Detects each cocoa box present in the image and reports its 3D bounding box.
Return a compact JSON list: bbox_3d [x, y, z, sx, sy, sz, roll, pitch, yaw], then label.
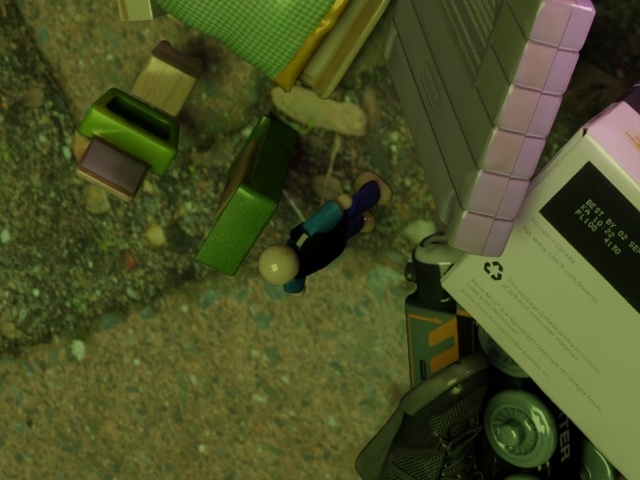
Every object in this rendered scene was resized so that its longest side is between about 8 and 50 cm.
[{"bbox_3d":[0.325,0.048,1.578,0.347,0.228,0.231,46,134,5],"label":"cocoa box"}]

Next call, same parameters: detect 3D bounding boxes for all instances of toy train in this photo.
[{"bbox_3d":[0.164,0.148,1.784,0.190,0.142,0.333,9,114,36],"label":"toy train"}]

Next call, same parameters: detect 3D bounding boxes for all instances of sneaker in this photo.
[{"bbox_3d":[0.117,0.192,1.695,0.130,0.087,0.227,53,142,19],"label":"sneaker"}]

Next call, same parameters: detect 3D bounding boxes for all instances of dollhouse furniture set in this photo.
[{"bbox_3d":[-0.087,-0.154,1.752,0.198,0.151,0.301,29,122,-7],"label":"dollhouse furniture set"}]

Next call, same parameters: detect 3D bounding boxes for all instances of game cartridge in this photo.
[{"bbox_3d":[0.132,-0.173,1.561,0.068,0.355,0.230,14,119,-16],"label":"game cartridge"}]

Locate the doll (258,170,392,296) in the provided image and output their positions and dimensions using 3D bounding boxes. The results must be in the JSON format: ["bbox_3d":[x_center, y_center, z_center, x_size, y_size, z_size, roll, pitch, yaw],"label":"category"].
[{"bbox_3d":[0.000,0.000,1.775,0.046,0.189,0.129,37,122,11],"label":"doll"}]

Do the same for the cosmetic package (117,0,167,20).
[{"bbox_3d":[-0.172,-0.273,1.838,0.041,0.060,0.115,1,109,30],"label":"cosmetic package"}]
